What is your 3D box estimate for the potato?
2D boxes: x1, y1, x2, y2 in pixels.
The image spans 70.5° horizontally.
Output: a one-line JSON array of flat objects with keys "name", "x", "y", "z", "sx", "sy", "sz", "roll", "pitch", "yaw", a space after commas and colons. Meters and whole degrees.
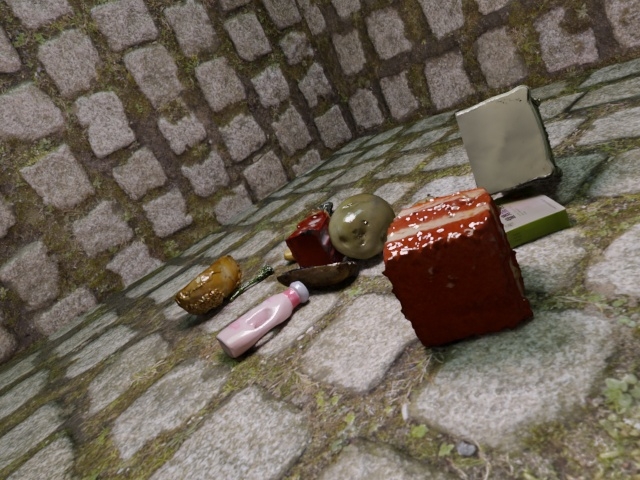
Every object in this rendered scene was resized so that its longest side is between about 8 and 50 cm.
[{"name": "potato", "x": 0.162, "y": -0.062, "z": 1.700, "sx": 0.243, "sy": 0.221, "sz": 0.326, "roll": -20, "pitch": 14, "yaw": 26}]

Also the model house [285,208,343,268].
[{"name": "model house", "x": 0.000, "y": 0.000, "z": 1.799, "sx": 0.159, "sy": 0.196, "sz": 0.254, "roll": -19, "pitch": 18, "yaw": 27}]

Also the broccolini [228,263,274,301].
[{"name": "broccolini", "x": -0.299, "y": 0.183, "z": 1.953, "sx": 0.239, "sy": 0.051, "sz": 0.054, "roll": -37, "pitch": 30, "yaw": -24}]

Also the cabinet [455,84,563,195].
[{"name": "cabinet", "x": 0.642, "y": -0.316, "z": 1.505, "sx": 0.227, "sy": 0.290, "sz": 0.318, "roll": -18, "pitch": -3, "yaw": 35}]

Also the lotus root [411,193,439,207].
[{"name": "lotus root", "x": 0.416, "y": -0.094, "z": 1.680, "sx": 0.170, "sy": 0.075, "sz": 0.261, "roll": -27, "pitch": 19, "yaw": -1}]

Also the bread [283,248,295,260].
[{"name": "bread", "x": -0.104, "y": 0.060, "z": 1.999, "sx": 0.115, "sy": 0.056, "sz": 0.082, "roll": -21, "pitch": 22, "yaw": 1}]

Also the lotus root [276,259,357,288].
[{"name": "lotus root", "x": -0.022, "y": 0.136, "z": 1.627, "sx": 0.329, "sy": 0.078, "sz": 0.167, "roll": -15, "pitch": -15, "yaw": 36}]

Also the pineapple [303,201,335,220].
[{"name": "pineapple", "x": 0.000, "y": -0.131, "z": 2.321, "sx": 0.119, "sy": 0.111, "sz": 0.237, "roll": 12, "pitch": 25, "yaw": 14}]

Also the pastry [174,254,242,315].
[{"name": "pastry", "x": -0.458, "y": 0.201, "z": 1.914, "sx": 0.255, "sy": 0.162, "sz": 0.311, "roll": -40, "pitch": 6, "yaw": 38}]

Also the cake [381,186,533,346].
[{"name": "cake", "x": 0.326, "y": 0.043, "z": 1.101, "sx": 0.269, "sy": 0.270, "sz": 0.320, "roll": -19, "pitch": 21, "yaw": 24}]

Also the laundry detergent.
[{"name": "laundry detergent", "x": -0.183, "y": 0.256, "z": 1.514, "sx": 0.335, "sy": 0.088, "sz": 0.159, "roll": -35, "pitch": 21, "yaw": -25}]

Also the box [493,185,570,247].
[{"name": "box", "x": 0.610, "y": -0.078, "z": 1.381, "sx": 0.175, "sy": 0.062, "sz": 0.260, "roll": -22, "pitch": 19, "yaw": 10}]
